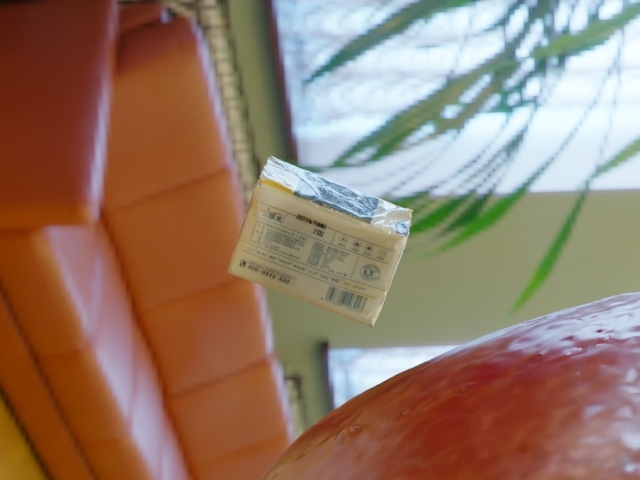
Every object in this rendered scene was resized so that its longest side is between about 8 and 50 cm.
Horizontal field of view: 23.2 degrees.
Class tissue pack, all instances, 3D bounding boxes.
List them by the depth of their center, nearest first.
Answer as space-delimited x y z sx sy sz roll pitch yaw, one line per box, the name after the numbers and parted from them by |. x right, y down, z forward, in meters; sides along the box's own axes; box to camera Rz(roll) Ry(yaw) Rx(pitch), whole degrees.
0.000 0.000 0.808 0.042 0.083 0.062 -69 178 -61 | tissue pack

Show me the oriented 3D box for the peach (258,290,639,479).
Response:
0.113 0.193 0.491 0.370 0.370 0.370 -2 90 -86 | peach
